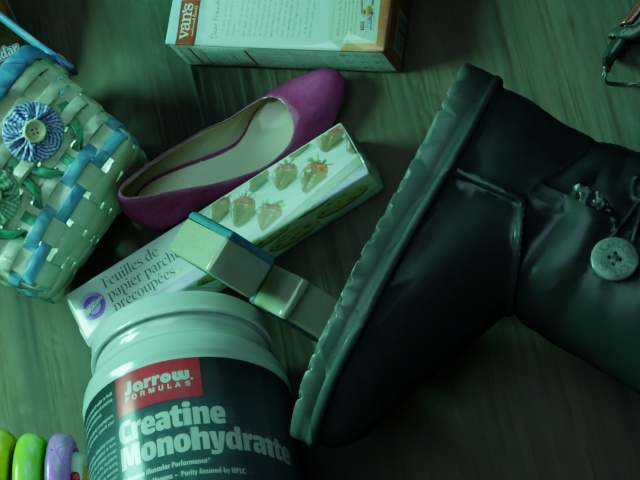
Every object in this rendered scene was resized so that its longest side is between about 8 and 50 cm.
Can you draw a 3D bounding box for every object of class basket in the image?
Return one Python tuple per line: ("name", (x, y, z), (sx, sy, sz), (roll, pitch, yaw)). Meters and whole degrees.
("basket", (-0.330, -0.094, 1.794), (0.289, 0.201, 0.254), (30, 84, 12))

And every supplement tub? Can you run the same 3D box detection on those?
("supplement tub", (-0.112, 0.202, 1.629), (0.191, 0.191, 0.272), (-19, 54, 13))

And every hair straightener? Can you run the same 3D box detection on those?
("hair straightener", (0.346, -0.228, 1.701), (0.089, 0.047, 0.230), (40, 91, 24))

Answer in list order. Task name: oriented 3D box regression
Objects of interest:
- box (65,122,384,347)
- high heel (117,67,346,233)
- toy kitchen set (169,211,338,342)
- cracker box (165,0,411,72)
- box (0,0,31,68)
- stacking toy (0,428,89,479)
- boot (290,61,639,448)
("box", (-0.092, 0.002, 1.778), (0.324, 0.067, 0.063), (-31, 69, 7))
("high heel", (-0.086, -0.096, 1.772), (0.244, 0.117, 0.082), (-34, 67, 8))
("toy kitchen set", (0.000, 0.000, 1.698), (0.166, 0.207, 0.122), (-58, 23, -4))
("cracker box", (-0.027, -0.252, 1.823), (0.232, 0.067, 0.155), (5, 77, 19))
("box", (-0.465, -0.210, 1.867), (0.293, 0.057, 0.201), (-25, 102, -8))
("stacking toy", (-0.276, 0.242, 1.747), (0.302, 0.165, 0.175), (-5, 64, 2))
("boot", (0.242, 0.100, 1.560), (0.445, 0.146, 0.367), (27, 88, 5))
